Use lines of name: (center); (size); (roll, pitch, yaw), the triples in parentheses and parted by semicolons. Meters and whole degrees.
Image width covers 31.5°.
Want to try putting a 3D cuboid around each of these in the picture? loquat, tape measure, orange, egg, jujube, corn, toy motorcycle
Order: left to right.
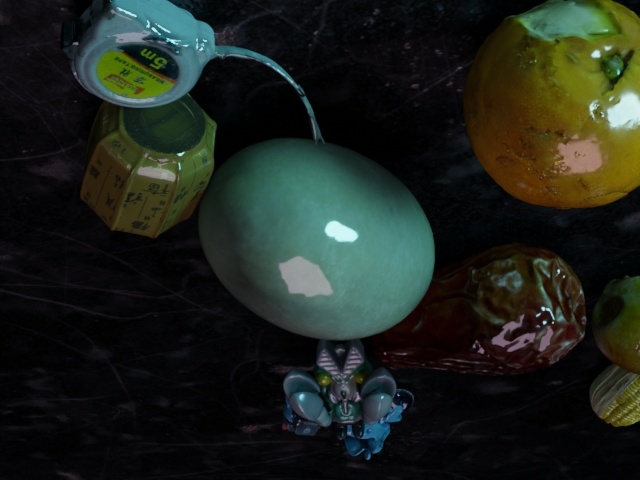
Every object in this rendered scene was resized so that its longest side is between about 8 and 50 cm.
tape measure: (-0.141, -0.191, 1.321); (0.330, 0.084, 0.164); (25, 143, -37)
egg: (0.000, 0.000, 1.500); (0.352, 0.258, 0.258); (28, 139, -33)
toy motorcycle: (0.044, 0.352, 2.284); (0.272, 0.123, 0.182); (10, 126, -24)
jujube: (0.241, 0.119, 1.788); (0.342, 0.216, 0.216); (-17, 148, 28)
orange: (0.279, -0.152, 1.270); (0.240, 0.240, 0.240); (-2, 151, -1)
corn: (0.620, 0.256, 2.163); (0.123, 0.122, 0.305); (43, 144, 9)
loquat: (0.562, 0.142, 1.889); (0.227, 0.179, 0.179); (15, 146, -22)

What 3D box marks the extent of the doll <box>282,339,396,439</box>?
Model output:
doll: (0.058, 0.281, 2.083); (0.195, 0.153, 0.258); (-28, 130, 18)

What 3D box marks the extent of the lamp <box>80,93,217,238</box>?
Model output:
lamp: (-0.215, -0.098, 1.413); (0.161, 0.161, 0.185); (7, 147, -16)
